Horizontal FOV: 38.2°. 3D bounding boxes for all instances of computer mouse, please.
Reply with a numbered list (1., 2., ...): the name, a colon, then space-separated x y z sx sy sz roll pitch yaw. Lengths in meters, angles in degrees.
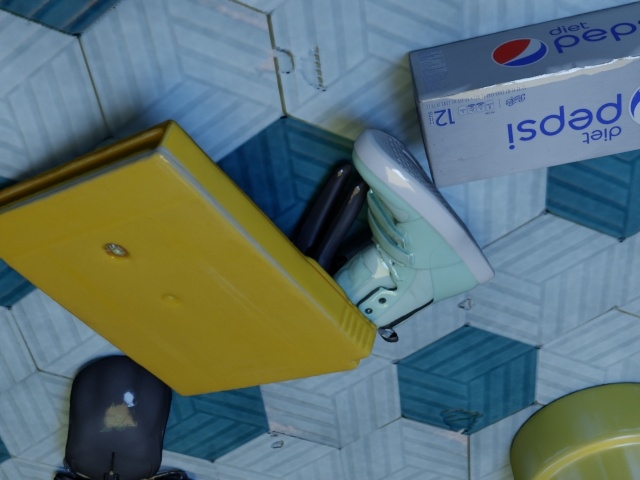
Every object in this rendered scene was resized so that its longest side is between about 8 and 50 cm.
1. computer mouse: -0.240 0.253 1.121 0.188 0.072 0.272 4 130 -5

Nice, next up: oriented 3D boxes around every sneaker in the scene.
1. sneaker: 0.059 0.008 0.877 0.151 0.094 0.256 -33 139 9

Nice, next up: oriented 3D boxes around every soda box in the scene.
1. soda box: 0.226 -0.133 0.803 0.286 0.091 0.098 -12 129 7

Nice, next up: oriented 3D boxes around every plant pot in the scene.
1. plant pot: 0.377 0.344 1.121 0.254 0.239 0.254 -1 131 -1

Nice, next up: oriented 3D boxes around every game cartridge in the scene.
1. game cartridge: -0.138 0.040 0.906 0.285 0.053 0.324 -15 135 36

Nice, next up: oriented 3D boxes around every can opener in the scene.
1. can opener: 0.000 0.000 0.938 0.059 0.073 0.186 34 128 20
